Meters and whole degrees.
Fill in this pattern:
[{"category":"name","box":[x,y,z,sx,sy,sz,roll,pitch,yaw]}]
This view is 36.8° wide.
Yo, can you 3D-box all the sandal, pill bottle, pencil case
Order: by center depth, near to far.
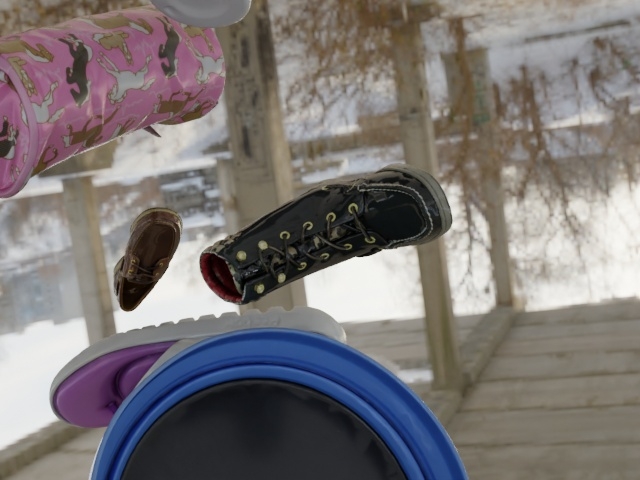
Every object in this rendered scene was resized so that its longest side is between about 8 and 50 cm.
[{"category":"pill bottle","box":[-0.122,-0.356,1.078,0.119,0.209,0.119,6,159,2]},{"category":"pencil case","box":[-0.267,-0.173,1.110,0.160,0.167,0.386,-3,-163,28]},{"category":"sandal","box":[-0.170,0.180,1.219,0.416,0.169,0.102,-19,-136,16]}]

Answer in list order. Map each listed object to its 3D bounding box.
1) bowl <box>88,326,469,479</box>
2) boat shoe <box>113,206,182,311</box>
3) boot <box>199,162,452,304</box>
[{"category":"bowl","box":[-0.035,0.276,0.935,0.391,0.391,0.077,-11,155,-29]},{"category":"boat shoe","box":[-0.216,0.027,1.204,0.064,0.060,0.178,14,139,-21]},{"category":"boot","box":[0.000,0.002,0.932,0.178,0.085,0.236,-31,-165,-28]}]
